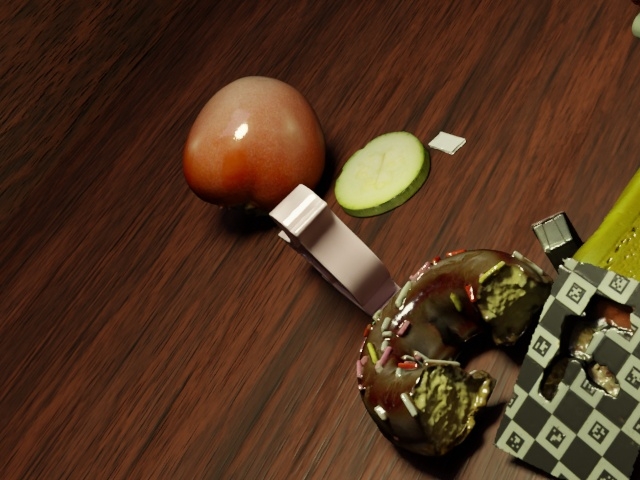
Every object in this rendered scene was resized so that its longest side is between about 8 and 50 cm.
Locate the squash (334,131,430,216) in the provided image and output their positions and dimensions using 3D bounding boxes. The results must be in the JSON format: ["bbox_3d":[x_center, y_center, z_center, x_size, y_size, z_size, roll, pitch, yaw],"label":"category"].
[{"bbox_3d":[0.129,-0.133,1.900,0.219,0.041,0.219,-24,40,22],"label":"squash"}]

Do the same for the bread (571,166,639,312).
[{"bbox_3d":[0.503,-0.022,1.298,0.166,0.112,0.383,21,54,33],"label":"bread"}]

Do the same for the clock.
[{"bbox_3d":[0.000,0.000,1.638,0.080,0.275,0.290,-46,30,-6],"label":"clock"}]

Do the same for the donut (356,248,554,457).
[{"bbox_3d":[0.180,0.146,1.384,0.345,0.136,0.259,-50,26,-12],"label":"donut"}]

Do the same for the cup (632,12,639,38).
[{"bbox_3d":[0.647,-0.398,1.725,0.083,0.075,0.054,49,124,54],"label":"cup"}]

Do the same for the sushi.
[{"bbox_3d":[0.355,0.176,1.185,0.192,0.043,0.279,21,97,42],"label":"sushi"}]

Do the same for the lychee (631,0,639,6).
[{"bbox_3d":[0.659,-0.555,1.695,0.264,0.264,0.300,-43,71,-8],"label":"lychee"}]

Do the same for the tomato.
[{"bbox_3d":[-0.142,-0.209,1.993,0.321,0.321,0.321,-25,34,19],"label":"tomato"}]

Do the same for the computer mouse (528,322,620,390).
[{"bbox_3d":[0.384,0.151,1.261,0.122,0.073,0.217,-44,32,-10],"label":"computer mouse"}]

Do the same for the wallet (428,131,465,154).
[{"bbox_3d":[0.261,-0.202,1.877,0.044,0.011,0.083,-44,33,-10],"label":"wallet"}]

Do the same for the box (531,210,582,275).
[{"bbox_3d":[0.380,0.008,1.436,0.060,0.084,0.063,-25,40,18],"label":"box"}]
